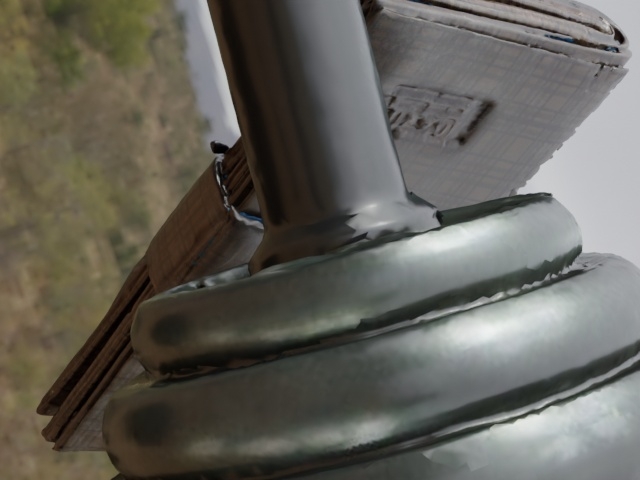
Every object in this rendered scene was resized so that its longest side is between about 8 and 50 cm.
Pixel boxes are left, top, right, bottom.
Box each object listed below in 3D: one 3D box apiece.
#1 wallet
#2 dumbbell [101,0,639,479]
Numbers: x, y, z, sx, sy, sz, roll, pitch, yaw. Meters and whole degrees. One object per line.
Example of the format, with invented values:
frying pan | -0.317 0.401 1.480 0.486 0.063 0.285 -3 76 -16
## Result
wallet | 0.000 0.000 0.550 0.230 0.124 0.042 -49 -130 34
dumbbell | -0.012 -0.075 0.418 0.179 0.179 0.406 -157 -127 -86
